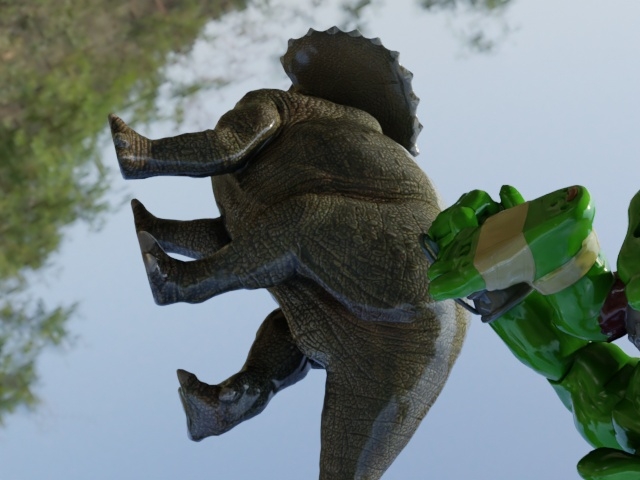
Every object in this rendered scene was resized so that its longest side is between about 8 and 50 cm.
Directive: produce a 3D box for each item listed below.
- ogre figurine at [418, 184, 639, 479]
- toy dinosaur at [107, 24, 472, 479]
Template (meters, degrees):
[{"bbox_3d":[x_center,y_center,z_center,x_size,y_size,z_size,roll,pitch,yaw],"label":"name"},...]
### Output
[{"bbox_3d":[0.116,0.037,0.447,0.197,0.118,0.097,-14,-152,49],"label":"ogre figurine"},{"bbox_3d":[0.000,0.000,0.604,0.160,0.121,0.313,-15,-136,-8],"label":"toy dinosaur"}]
